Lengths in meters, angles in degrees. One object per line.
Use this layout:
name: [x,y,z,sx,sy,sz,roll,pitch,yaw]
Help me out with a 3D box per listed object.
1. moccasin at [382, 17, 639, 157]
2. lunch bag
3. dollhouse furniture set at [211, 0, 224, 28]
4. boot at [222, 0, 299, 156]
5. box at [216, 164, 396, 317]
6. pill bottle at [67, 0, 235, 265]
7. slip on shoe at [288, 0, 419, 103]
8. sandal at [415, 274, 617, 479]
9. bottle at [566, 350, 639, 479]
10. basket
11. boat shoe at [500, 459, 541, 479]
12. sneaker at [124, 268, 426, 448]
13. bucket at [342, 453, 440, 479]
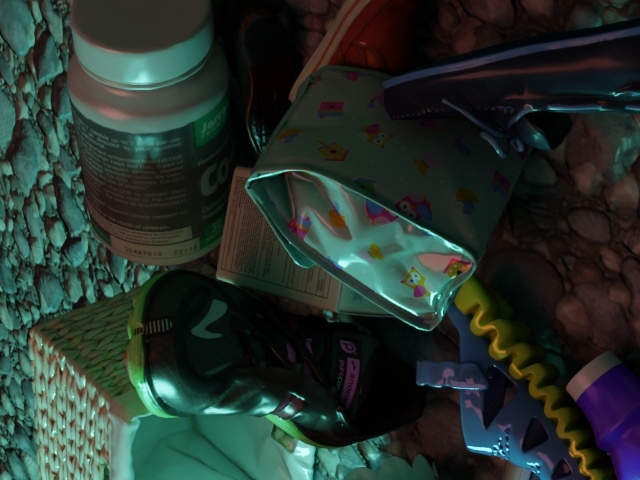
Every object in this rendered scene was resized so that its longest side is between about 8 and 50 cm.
moccasin: [0.216,-0.140,1.587,0.342,0.137,0.117,-6,103,35]
lunch bag: [0.065,-0.063,1.727,0.262,0.223,0.160,28,136,2]
dollhouse furniture set: [-0.223,-0.362,2.063,0.184,0.129,0.129,50,140,23]
boot: [-0.073,-0.212,2.032,0.106,0.082,0.219,-119,20,-50]
box: [0.000,0.000,1.953,0.232,0.126,0.149,14,95,46]
pill bottle: [-0.214,-0.156,2.047,0.204,0.204,0.361,39,149,31]
slip on shoe: [0.069,-0.232,1.803,0.101,0.123,0.331,40,141,4]
sandal: [0.219,0.197,1.801,0.138,0.126,0.317,-40,65,12]
bottle: [0.374,0.243,1.690,0.283,0.092,0.118,51,140,20]
basket: [-0.207,0.254,2.213,0.266,0.331,0.328,32,131,39]
boat shoe: [0.258,0.363,1.922,0.099,0.116,0.319,7,114,1]
sneaker: [-0.043,0.137,1.905,0.202,0.482,0.185,-10,72,36]
bucket: [0.060,0.414,2.031,0.281,0.281,0.183,-15,100,53]
